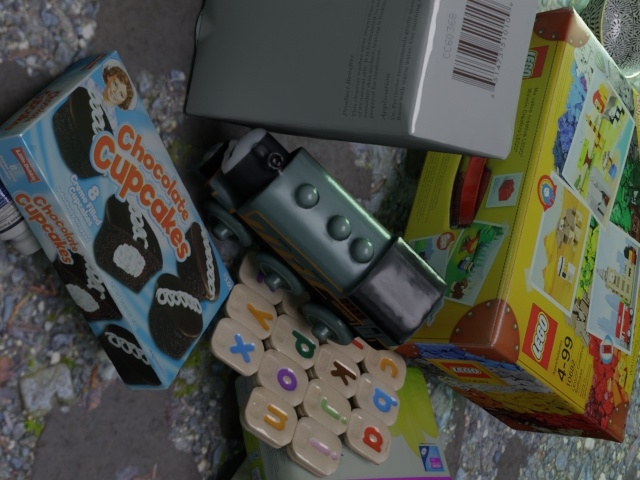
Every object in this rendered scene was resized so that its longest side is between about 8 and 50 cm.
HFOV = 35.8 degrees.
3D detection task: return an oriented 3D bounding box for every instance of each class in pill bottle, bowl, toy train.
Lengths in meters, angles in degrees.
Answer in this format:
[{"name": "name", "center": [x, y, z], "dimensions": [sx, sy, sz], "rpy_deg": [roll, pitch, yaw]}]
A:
[{"name": "pill bottle", "center": [-0.325, -0.043, 1.008], "dimensions": [0.067, 0.067, 0.120], "rpy_deg": [-50, 127, -22]}, {"name": "bowl", "center": [0.483, -0.355, 1.645], "dimensions": [0.170, 0.080, 0.170], "rpy_deg": [-9, 104, -40]}, {"name": "toy train", "center": [0.000, 0.000, 1.171], "dimensions": [0.334, 0.190, 0.142], "rpy_deg": [46, 70, -10]}]

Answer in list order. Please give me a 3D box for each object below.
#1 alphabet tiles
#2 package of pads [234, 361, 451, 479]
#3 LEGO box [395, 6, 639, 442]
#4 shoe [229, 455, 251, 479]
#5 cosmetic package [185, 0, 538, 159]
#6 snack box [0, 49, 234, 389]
[{"name": "alphabet tiles", "center": [-0.010, 0.148, 1.243], "dimensions": [0.278, 0.021, 0.284], "rpy_deg": [36, 44, -19]}, {"name": "package of pads", "center": [0.037, 0.268, 1.300], "dimensions": [0.297, 0.101, 0.229], "rpy_deg": [10, 56, -42]}, {"name": "LEGO box", "center": [0.316, -0.012, 1.426], "dimensions": [0.372, 0.193, 0.500], "rpy_deg": [36, 62, -40]}, {"name": "shoe", "center": [-0.128, 0.347, 1.265], "dimensions": [0.058, 0.076, 0.219], "rpy_deg": [46, 62, 2]}, {"name": "cosmetic package", "center": [0.030, -0.216, 1.075], "dimensions": [0.156, 0.385, 0.217], "rpy_deg": [8, 95, -41]}, {"name": "snack box", "center": [-0.214, -0.019, 1.070], "dimensions": [0.321, 0.060, 0.187], "rpy_deg": [66, 32, -28]}]
